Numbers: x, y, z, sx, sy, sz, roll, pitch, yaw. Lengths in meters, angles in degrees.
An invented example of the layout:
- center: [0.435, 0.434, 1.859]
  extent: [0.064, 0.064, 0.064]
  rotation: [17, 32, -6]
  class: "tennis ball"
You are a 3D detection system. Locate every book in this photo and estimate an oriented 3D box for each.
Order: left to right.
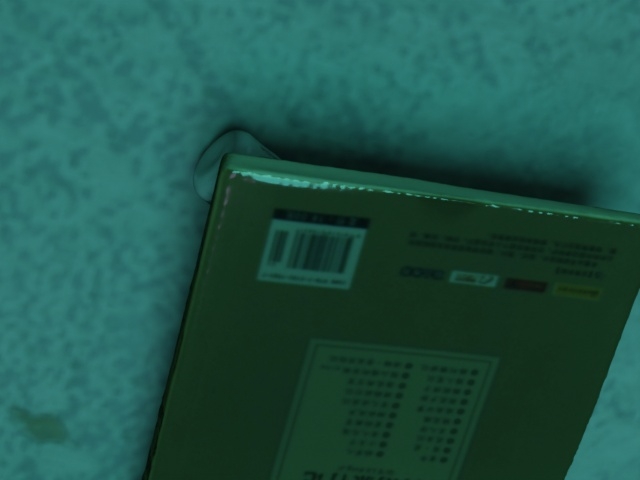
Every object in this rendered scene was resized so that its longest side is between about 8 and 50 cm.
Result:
- center: [0.023, 0.103, 0.931]
  extent: [0.216, 0.021, 0.310]
  rotation: [7, 123, -14]
  class: "book"

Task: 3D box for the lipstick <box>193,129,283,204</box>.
- center: [0.000, 0.000, 0.900]
  extent: [0.141, 0.040, 0.040]
  rotation: [38, 102, -24]
  class: "lipstick"
